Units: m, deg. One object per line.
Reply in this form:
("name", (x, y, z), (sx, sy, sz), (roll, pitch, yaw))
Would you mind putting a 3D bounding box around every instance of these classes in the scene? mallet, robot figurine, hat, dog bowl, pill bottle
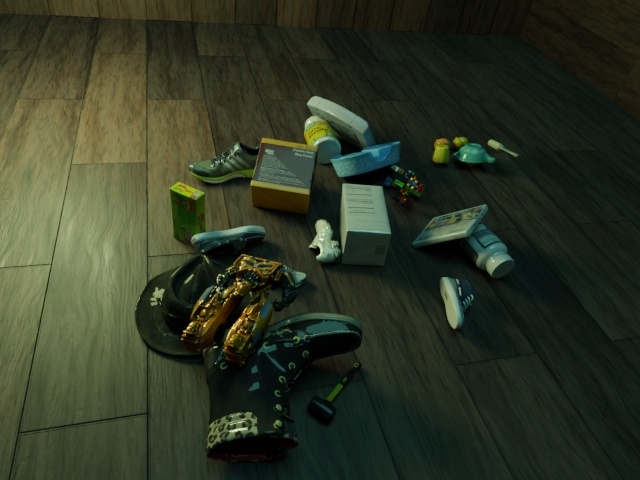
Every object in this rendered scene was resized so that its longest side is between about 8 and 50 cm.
("mallet", (0.051, 0.351, 1.172), (0.062, 0.039, 0.189), (33, 42, 27))
("robot figurine", (-0.178, 0.140, 1.147), (0.211, 0.085, 0.291), (12, 44, 16))
("hat", (-0.320, 0.127, 1.282), (0.331, 0.134, 0.331), (5, 41, -4))
("dog bowl", (0.177, -0.304, 1.878), (0.297, 0.074, 0.166), (-22, 16, -31))
("pill bottle", (0.001, -0.403, 1.970), (0.117, 0.117, 0.208), (-3, 42, -14))
("pill bottle", (0.521, 0.031, 1.575), (0.108, 0.108, 0.180), (-9, 44, -21))

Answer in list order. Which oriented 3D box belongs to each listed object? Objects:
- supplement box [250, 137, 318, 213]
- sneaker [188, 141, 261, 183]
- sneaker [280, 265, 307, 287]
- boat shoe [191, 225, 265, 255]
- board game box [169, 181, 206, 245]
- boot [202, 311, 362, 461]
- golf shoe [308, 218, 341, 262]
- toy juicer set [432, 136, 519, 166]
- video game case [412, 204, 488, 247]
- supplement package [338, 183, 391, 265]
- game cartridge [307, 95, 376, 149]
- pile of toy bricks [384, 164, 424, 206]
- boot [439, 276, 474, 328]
("supplement box", (-0.118, -0.215, 1.671), (0.191, 0.129, 0.194), (9, 63, 0))
("sneaker", (-0.318, -0.285, 1.768), (0.300, 0.121, 0.111), (-12, 45, -23))
("sneaker", (-0.104, 0.098, 1.414), (0.135, 0.058, 0.052), (2, 41, -10))
("boat shoe", (-0.263, 0.010, 1.478), (0.228, 0.080, 0.076), (-7, 70, -33))
("board game box", (-0.385, -0.072, 1.460), (0.092, 0.181, 0.043), (23, 42, 15))
("boot", (-0.077, 0.312, 1.093), (0.377, 0.138, 0.284), (-6, 42, -3))
("golf shoe", (0.000, 0.000, 1.545), (0.086, 0.069, 0.176), (-10, 43, -13))
("toy juicer set", (0.626, -0.363, 2.078), (0.329, 0.089, 0.209), (3, 27, 6))
("video game case", (0.417, -0.045, 1.611), (0.201, 0.023, 0.183), (-16, 19, 44))
("supplement package", (0.132, -0.054, 1.573), (0.134, 0.139, 0.244), (4, 41, -4))
("game cartridge", (0.087, -0.472, 2.019), (0.297, 0.198, 0.062), (34, 80, 25))
("pile of toy bricks", (0.321, -0.187, 1.812), (0.105, 0.118, 0.212), (23, 16, -28))
("boot", (0.399, 0.173, 1.415), (0.086, 0.069, 0.190), (3, 39, -3))
